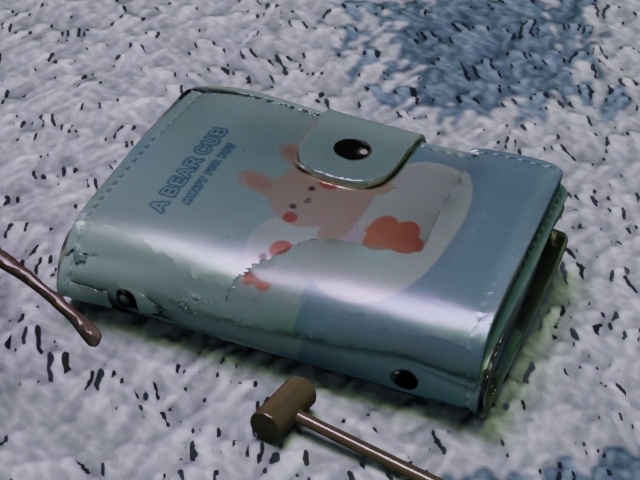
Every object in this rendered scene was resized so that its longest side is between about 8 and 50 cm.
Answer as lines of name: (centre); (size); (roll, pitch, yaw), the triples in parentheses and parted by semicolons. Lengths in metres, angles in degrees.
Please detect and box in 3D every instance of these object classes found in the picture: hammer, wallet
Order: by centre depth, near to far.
hammer: (0.020, 0.102, 0.826); (0.110, 0.019, 0.035); (22, 41, 23)
wallet: (0.000, 0.000, 0.923); (0.250, 0.075, 0.176); (14, 44, 18)

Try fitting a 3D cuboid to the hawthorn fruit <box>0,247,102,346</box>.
hawthorn fruit: (-0.289, -0.035, 0.845); (0.263, 0.231, 0.235); (20, 50, -38)
